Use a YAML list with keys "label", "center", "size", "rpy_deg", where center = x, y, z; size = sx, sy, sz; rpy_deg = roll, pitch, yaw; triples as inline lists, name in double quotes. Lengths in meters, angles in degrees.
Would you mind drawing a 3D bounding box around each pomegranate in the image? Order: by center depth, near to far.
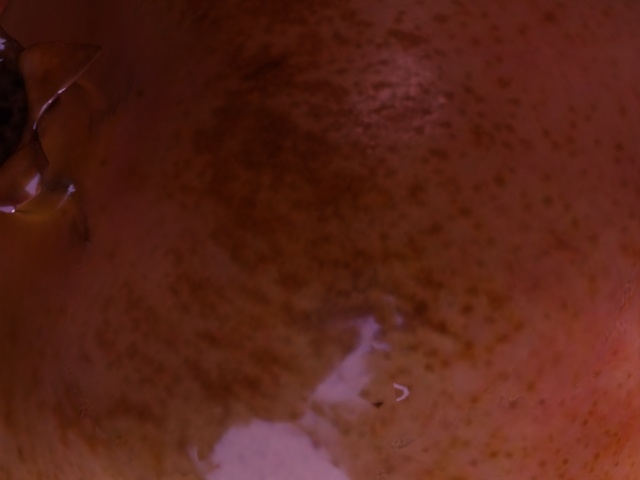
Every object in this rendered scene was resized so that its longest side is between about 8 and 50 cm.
- label: "pomegranate"
  center: [0.000, 0.000, 0.651]
  size: [0.319, 0.319, 0.319]
  rpy_deg: [6, 146, 4]

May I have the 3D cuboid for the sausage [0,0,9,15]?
- label: "sausage"
  center: [-0.090, -0.128, 0.746]
  size: [0.089, 0.089, 0.179]
  rpy_deg: [10, 151, -2]
